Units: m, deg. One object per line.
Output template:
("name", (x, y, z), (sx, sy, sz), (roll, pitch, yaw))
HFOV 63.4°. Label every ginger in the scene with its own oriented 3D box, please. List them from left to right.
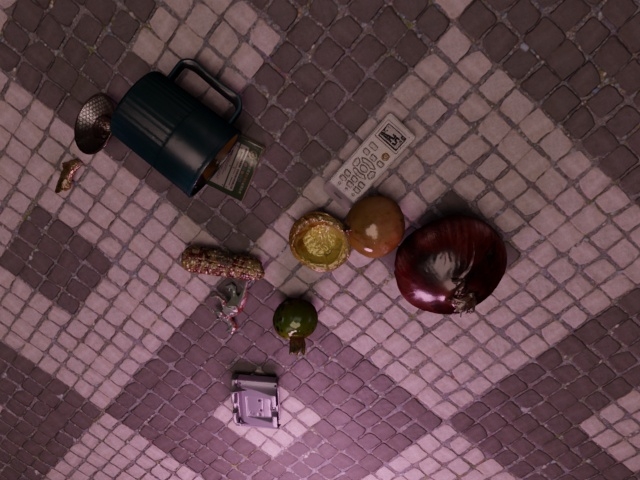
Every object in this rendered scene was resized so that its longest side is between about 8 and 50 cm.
("ginger", (-0.841, -0.216, 1.726), (0.057, 0.044, 0.137), (46, 111, 35))

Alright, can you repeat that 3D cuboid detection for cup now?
("cup", (-0.398, -0.328, 1.474), (0.292, 0.242, 0.308), (37, 116, -6))

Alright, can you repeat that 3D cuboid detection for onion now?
("onion", (0.399, 0.102, 1.562), (0.347, 0.285, 0.348), (-3, 128, -4))

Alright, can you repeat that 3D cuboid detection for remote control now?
("remote control", (0.144, -0.235, 1.574), (0.109, 0.055, 0.313), (42, 109, -4))

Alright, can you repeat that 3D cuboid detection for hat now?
("hat", (-0.677, -0.352, 1.622), (0.193, 0.082, 0.193), (-6, 79, 30))

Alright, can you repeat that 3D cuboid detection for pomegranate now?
("pomegranate", (-0.085, 0.291, 1.776), (0.159, 0.205, 0.159), (-4, 149, -3))
("pomegranate", (0.165, -0.042, 1.579), (0.191, 0.191, 0.191), (3, 115, 7))

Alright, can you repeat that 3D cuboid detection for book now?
("book", (-0.329, -0.266, 1.637), (0.264, 0.027, 0.202), (26, 115, -3))

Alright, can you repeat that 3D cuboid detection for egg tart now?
("egg tart", (0.000, -0.002, 1.679), (0.212, 0.090, 0.213), (4, 118, 7))

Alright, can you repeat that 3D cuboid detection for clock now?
("clock", (-0.250, 0.629, 2.013), (0.186, 0.083, 0.253), (2, 115, 6))

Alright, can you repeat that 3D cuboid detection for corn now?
("corn", (-0.327, 0.078, 1.758), (0.289, 0.098, 0.098), (8, 116, 3))

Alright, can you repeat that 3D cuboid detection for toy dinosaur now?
("toy dinosaur", (-0.302, 0.227, 1.849), (0.242, 0.053, 0.167), (-37, 106, 21))
